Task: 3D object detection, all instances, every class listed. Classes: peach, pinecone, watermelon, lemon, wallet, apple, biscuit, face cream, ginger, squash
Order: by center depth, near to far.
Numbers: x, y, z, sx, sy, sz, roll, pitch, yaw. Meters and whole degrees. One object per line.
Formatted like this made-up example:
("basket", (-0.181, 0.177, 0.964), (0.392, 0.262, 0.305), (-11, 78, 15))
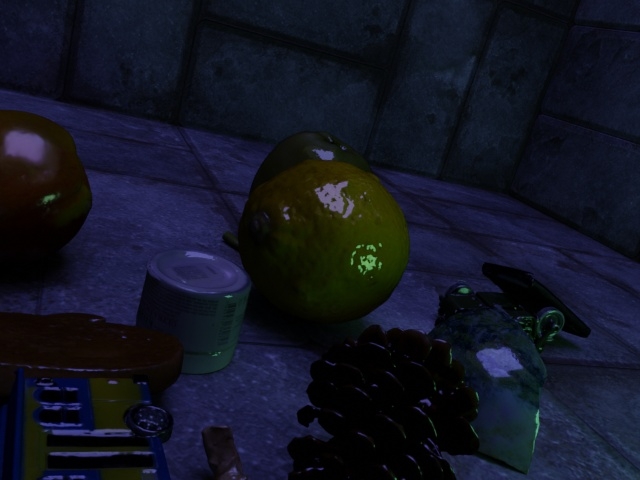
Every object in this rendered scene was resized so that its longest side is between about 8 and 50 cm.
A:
("ginger", (-0.069, 0.317, 0.696), (0.089, 0.075, 0.288), (-17, 35, -21))
("pinecone", (0.066, 0.249, 0.792), (0.246, 0.246, 0.292), (22, 33, 19))
("biscuit", (-0.378, 0.157, 0.873), (0.367, 0.063, 0.314), (7, 2, -8))
("face cream", (-0.216, 0.114, 1.058), (0.177, 0.153, 0.177), (14, 17, -4))
("watermelon", (0.280, 0.253, 1.093), (0.176, 0.256, 0.260), (57, -6, -20))
("peach", (-0.603, -0.096, 1.164), (0.332, 0.308, 0.308), (-7, 24, -17))
("lemon", (0.000, 0.000, 1.291), (0.387, 0.350, 0.349), (13, 15, -43))
("wallet", (0.539, 0.149, 1.569), (0.318, 0.045, 0.172), (36, -11, -34))
("squash", (-0.220, 0.004, 1.611), (0.027, 0.028, 0.083), (-1, 25, -44))
("apple", (-0.020, -0.110, 1.666), (0.357, 0.357, 0.357), (15, 17, -5))

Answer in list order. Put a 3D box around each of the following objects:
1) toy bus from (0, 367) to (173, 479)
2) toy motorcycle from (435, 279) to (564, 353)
("toy bus", (-0.234, 0.258, 0.616), (0.175, 0.138, 0.287), (9, 19, -27))
("toy motorcycle", (0.414, 0.186, 1.480), (0.275, 0.127, 0.205), (4, 19, -15))
